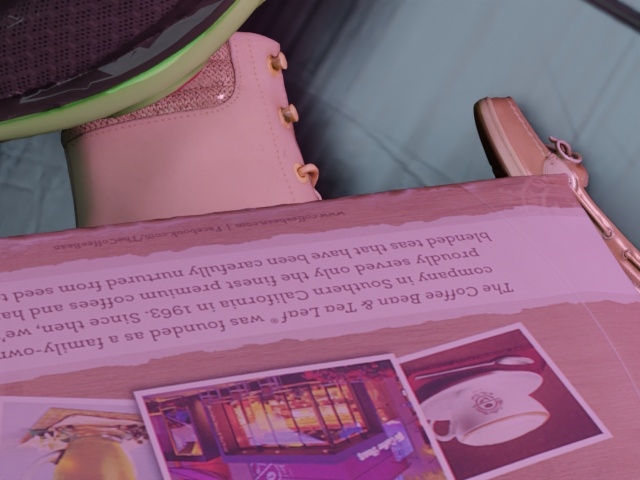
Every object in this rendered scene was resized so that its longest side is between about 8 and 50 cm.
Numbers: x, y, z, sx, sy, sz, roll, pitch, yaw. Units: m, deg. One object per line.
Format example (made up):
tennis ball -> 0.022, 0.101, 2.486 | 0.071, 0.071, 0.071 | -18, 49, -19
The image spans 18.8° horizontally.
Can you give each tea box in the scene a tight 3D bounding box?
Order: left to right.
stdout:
tea box -> -0.035, 0.174, 0.772 | 0.329, 0.220, 0.323 | -7, 134, -19

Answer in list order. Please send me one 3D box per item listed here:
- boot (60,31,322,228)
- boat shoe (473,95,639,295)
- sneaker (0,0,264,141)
boot -> 0.000, 0.000, 0.943 | 0.262, 0.095, 0.203 | -1, 67, -15
boat shoe -> 0.129, -0.011, 0.948 | 0.048, 0.056, 0.153 | -33, 87, 1
sneaker -> -0.052, -0.236, 0.825 | 0.202, 0.185, 0.483 | 33, 113, -32
